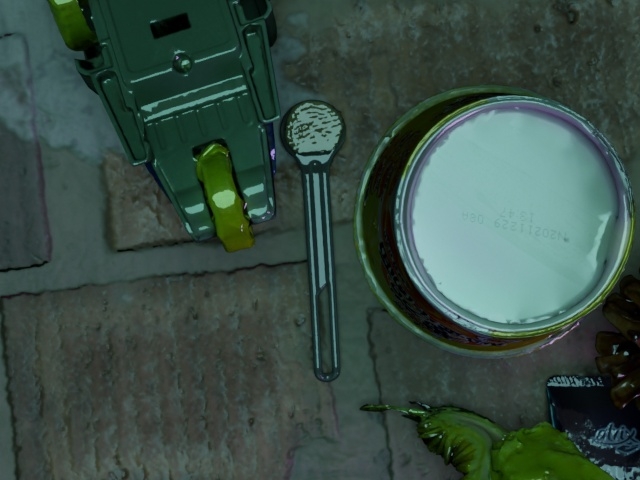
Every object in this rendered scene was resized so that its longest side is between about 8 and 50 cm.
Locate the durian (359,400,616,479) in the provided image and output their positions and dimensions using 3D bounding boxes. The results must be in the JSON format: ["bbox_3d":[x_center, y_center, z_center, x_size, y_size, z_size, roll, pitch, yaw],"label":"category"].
[{"bbox_3d":[0.197,0.238,1.514,0.375,0.106,0.132,38,84,14],"label":"durian"}]

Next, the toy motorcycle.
[{"bbox_3d":[-0.114,-0.133,1.512,0.191,0.200,0.326,-17,78,-1],"label":"toy motorcycle"}]

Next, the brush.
[{"bbox_3d":[0.000,0.000,1.582,0.062,0.027,0.266,-4,89,0],"label":"brush"}]

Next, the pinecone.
[{"bbox_3d":[0.335,0.088,1.492,0.207,0.208,0.208,0,89,-1],"label":"pinecone"}]

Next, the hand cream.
[{"bbox_3d":[0.271,0.261,1.574,0.120,0.061,0.270,0,81,4],"label":"hand cream"}]

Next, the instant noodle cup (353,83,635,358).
[{"bbox_3d":[0.158,-0.018,1.499,0.264,0.200,0.264,0,90,0],"label":"instant noodle cup"}]
